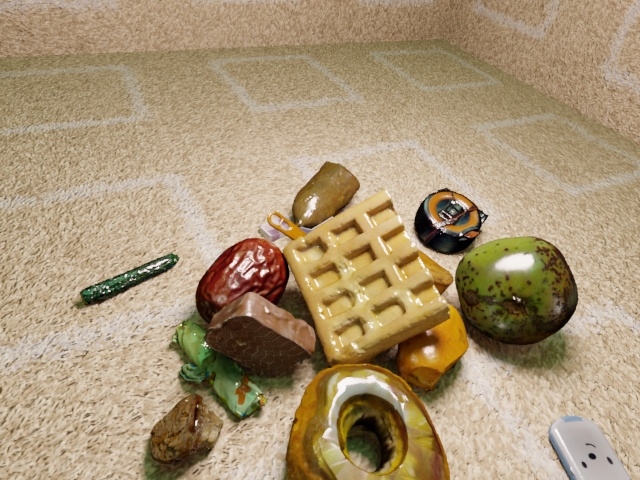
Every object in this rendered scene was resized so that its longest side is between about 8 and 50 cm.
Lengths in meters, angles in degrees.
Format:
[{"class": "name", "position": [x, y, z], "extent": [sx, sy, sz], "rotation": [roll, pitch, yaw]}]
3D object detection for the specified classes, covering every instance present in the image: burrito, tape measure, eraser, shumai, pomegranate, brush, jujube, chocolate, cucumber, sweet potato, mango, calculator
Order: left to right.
[{"class": "cucumber", "position": [-0.473, 0.093, 1.105], "extent": [0.256, 0.043, 0.044], "rotation": [-28, 58, -36]}, {"class": "shumai", "position": [-0.250, 0.363, 0.812], "extent": [0.123, 0.139, 0.105], "rotation": [-41, 91, -10]}, {"class": "burrito", "position": [-0.238, 0.279, 0.933], "extent": [0.104, 0.054, 0.288], "rotation": [-31, 56, -34]}, {"class": "jujube", "position": [-0.178, 0.101, 1.044], "extent": [0.183, 0.183, 0.243], "rotation": [25, 44, 17]}, {"class": "chocolate", "position": [-0.127, 0.195, 0.916], "extent": [0.214, 0.148, 0.093], "rotation": [40, 28, -27]}, {"class": "eraser", "position": [-0.128, -0.038, 1.329], "extent": [0.105, 0.026, 0.065], "rotation": [-26, 54, -34]}, {"class": "brush", "position": [-0.013, 0.017, 1.157], "extent": [0.314, 0.017, 0.090], "rotation": [35, 64, -18]}, {"class": "sweet potato", "position": [0.006, -0.136, 1.382], "extent": [0.157, 0.158, 0.370], "rotation": [27, 51, 19]}, {"class": "mango", "position": [0.269, 0.236, 1.019], "extent": [0.153, 0.126, 0.252], "rotation": [34, 45, 10]}, {"class": "tape measure", "position": [0.408, -0.066, 1.377], "extent": [0.202, 0.135, 0.223], "rotation": [37, 53, 17]}, {"class": "pomegranate", "position": [0.495, 0.114, 1.129], "extent": [0.284, 0.285, 0.340], "rotation": [20, 16, 12]}, {"class": "calculator", "position": [0.555, 0.461, 0.881], "extent": [0.121, 0.039, 0.210], "rotation": [-1, 43, -9]}]

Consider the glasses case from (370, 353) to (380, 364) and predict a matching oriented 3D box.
[{"class": "glasses case", "position": [0.132, 0.228, 1.045], "extent": [0.079, 0.064, 0.234], "rotation": [34, 49, 26]}]

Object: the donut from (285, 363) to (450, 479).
[{"class": "donut", "position": [0.081, 0.377, 0.798], "extent": [0.329, 0.160, 0.330], "rotation": [-1, 41, 1]}]

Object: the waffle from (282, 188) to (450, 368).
[{"class": "waffle", "position": [0.090, 0.088, 0.987], "extent": [0.304, 0.077, 0.348], "rotation": [-28, 62, 8]}]

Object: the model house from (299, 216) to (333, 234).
[{"class": "model house", "position": [0.000, 0.000, 1.235], "extent": [0.117, 0.088, 0.167], "rotation": [16, 35, 43]}]

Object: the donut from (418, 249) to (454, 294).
[{"class": "donut", "position": [0.205, 0.069, 1.146], "extent": [0.277, 0.109, 0.278], "rotation": [27, 16, -8]}]
